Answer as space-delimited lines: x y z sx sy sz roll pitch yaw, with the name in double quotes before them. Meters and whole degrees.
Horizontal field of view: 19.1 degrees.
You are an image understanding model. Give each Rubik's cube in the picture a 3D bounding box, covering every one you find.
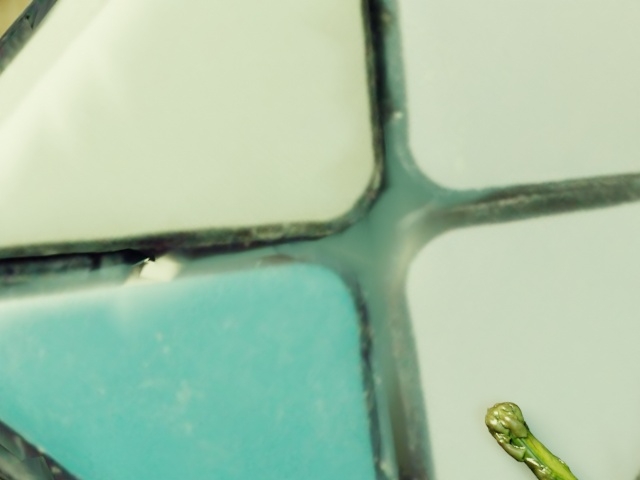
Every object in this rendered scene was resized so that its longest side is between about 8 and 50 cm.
"Rubik's cube" 0.000 0.000 0.794 0.305 0.307 0.310 40 83 -9

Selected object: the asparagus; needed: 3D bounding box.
"asparagus" 0.100 0.104 0.651 0.127 0.018 0.015 49 58 -6
